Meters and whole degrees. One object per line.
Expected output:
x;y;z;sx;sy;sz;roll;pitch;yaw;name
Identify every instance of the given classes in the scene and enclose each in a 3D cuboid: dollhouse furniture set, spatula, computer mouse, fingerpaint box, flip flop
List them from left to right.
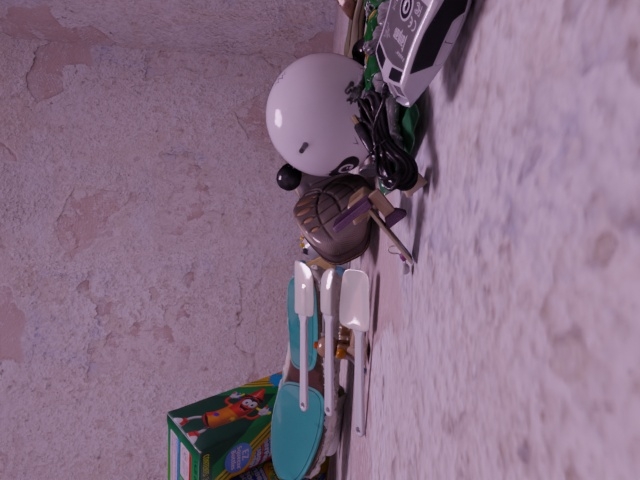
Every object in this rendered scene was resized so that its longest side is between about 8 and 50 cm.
-0.161;0.576;1.123;0.163;0.371;0.445;22;112;45;fingerpaint box
0.013;0.157;0.691;0.168;0.019;0.242;5;97;46;spatula
0.062;-0.536;1.032;0.277;0.080;0.112;95;177;-45;flip flop
0.076;-0.023;0.468;0.081;0.091;0.114;49;-165;-8;dollhouse furniture set
0.073;-0.140;0.353;0.193;0.042;0.106;107;154;-45;computer mouse

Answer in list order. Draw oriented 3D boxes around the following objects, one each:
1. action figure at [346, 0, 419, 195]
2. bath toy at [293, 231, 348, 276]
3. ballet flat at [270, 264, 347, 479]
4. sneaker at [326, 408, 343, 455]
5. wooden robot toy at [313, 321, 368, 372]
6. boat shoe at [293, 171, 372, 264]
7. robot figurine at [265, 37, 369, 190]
0.067;-0.183;0.514;0.137;0.063;0.232;112;161;-62;action figure
0.000;0.000;1.177;0.348;0.129;0.151;-88;3;-62;bath toy
0.002;0.250;0.891;0.147;0.147;0.409;-117;34;-86;ballet flat
0.020;0.377;0.974;0.061;0.053;0.152;-143;57;-84;sneaker
0.028;0.158;0.748;0.173;0.079;0.076;-175;88;-88;wooden robot toy
0.031;-0.041;0.817;0.355;0.132;0.130;-101;-12;-65;boat shoe
0.008;-0.191;0.719;0.278;0.173;0.209;-93;-4;-73;robot figurine
